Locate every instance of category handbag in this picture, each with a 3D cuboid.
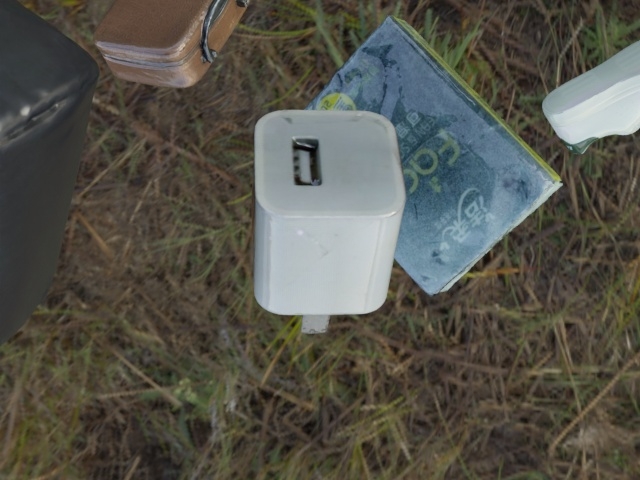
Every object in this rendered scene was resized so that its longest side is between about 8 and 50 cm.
[{"bbox_3d":[-0.317,-0.072,0.649,0.275,0.178,0.302,33,141,2],"label":"handbag"},{"bbox_3d":[-0.176,-0.280,1.126,0.151,0.193,0.072,19,153,24],"label":"handbag"}]

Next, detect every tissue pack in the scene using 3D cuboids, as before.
[{"bbox_3d":[0.109,-0.092,1.003,0.185,0.081,0.257,-46,76,20],"label":"tissue pack"}]

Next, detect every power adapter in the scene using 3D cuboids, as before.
[{"bbox_3d":[0.000,0.000,0.825,0.125,0.130,0.204,0,138,-5],"label":"power adapter"}]

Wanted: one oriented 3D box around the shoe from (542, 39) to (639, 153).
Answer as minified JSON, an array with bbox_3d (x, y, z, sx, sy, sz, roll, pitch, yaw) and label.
[{"bbox_3d":[0.474,-0.224,1.387,0.265,0.095,0.110,-23,125,11],"label":"shoe"}]
